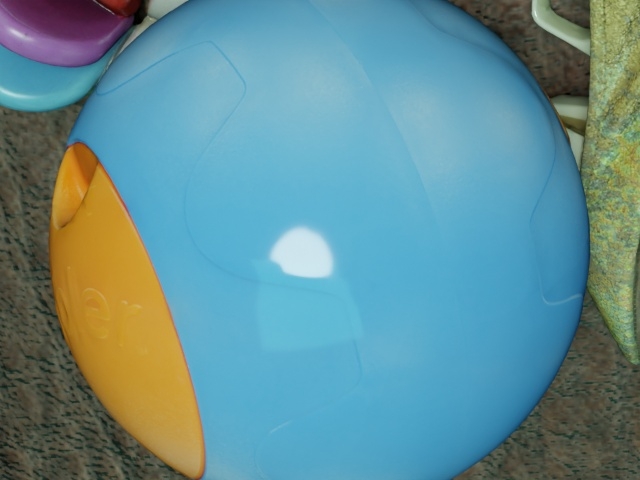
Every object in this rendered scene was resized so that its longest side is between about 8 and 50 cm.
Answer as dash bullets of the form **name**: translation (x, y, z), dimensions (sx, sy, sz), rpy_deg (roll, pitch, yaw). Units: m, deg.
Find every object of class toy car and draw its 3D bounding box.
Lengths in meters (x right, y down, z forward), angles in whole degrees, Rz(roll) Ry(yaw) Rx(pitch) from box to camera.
- **toy car**: translation (-0.144, -0.149, 0.643), dimensions (0.159, 0.136, 0.182), rpy_deg (33, 117, -8)

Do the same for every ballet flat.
- **ballet flat**: translation (0.173, -0.096, 0.643), dimensions (0.123, 0.123, 0.349), rpy_deg (4, 118, 8)

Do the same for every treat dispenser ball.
- **treat dispenser ball**: translation (0.000, 0.000, 0.609), dimensions (0.288, 0.288, 0.288), rpy_deg (4, 117, 7)
